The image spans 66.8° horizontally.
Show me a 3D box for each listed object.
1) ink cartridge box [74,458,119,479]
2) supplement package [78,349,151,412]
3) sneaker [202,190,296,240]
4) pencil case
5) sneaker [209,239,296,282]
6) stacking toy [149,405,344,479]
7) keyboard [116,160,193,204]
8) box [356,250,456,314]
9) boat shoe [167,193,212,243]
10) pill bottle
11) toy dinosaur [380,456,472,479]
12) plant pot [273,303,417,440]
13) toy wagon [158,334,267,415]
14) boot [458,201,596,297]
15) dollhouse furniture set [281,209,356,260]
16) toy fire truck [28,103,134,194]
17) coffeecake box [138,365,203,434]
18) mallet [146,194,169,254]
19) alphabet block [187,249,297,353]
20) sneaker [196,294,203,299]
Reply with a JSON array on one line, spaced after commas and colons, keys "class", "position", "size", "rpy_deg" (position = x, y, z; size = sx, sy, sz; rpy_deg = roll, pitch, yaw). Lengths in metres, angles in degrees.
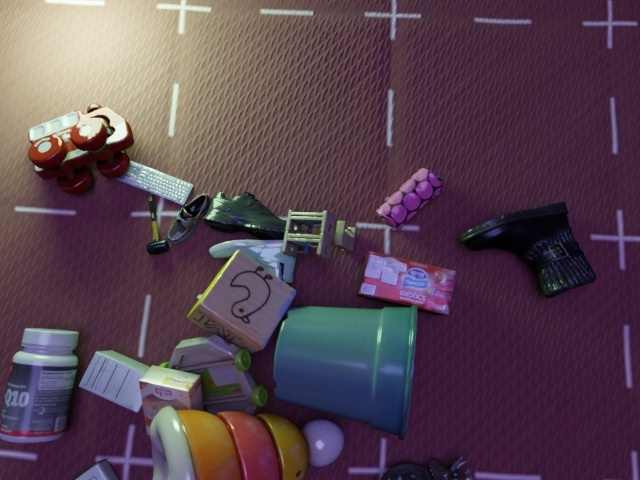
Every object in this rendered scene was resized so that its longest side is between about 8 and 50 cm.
[{"class": "ink cartridge box", "position": [-0.566, 0.803, 1.302], "size": [0.176, 0.069, 0.370], "rpy_deg": [-36, 79, -6]}, {"class": "supplement package", "position": [-0.550, 0.390, 1.355], "size": [0.180, 0.105, 0.105], "rpy_deg": [22, 81, 4]}, {"class": "sneaker", "position": [-0.198, -0.077, 1.441], "size": [0.287, 0.109, 0.130], "rpy_deg": [13, 70, -1]}, {"class": "pencil case", "position": [0.268, -0.120, 1.453], "size": [0.209, 0.095, 0.098], "rpy_deg": [-42, 99, -4]}, {"class": "sneaker", "position": [-0.199, 0.077, 1.415], "size": [0.256, 0.094, 0.150], "rpy_deg": [-1, 83, 1]}, {"class": "stacking toy", "position": [-0.150, 0.533, 1.187], "size": [0.481, 0.351, 0.350], "rpy_deg": [-7, 79, -28]}, {"class": "keyboard", "position": [-0.526, -0.186, 1.503], "size": [0.256, 0.014, 0.072], "rpy_deg": [21, 81, 4]}, {"class": "box", "position": [0.241, 0.125, 1.389], "size": [0.257, 0.122, 0.128], "rpy_deg": [13, 81, 2]}, {"class": "boat shoe", "position": [-0.400, -0.072, 1.455], "size": [0.066, 0.066, 0.183], "rpy_deg": [36, 82, 6]}, {"class": "pill bottle", "position": [-0.763, 0.388, 1.327], "size": [0.162, 0.161, 0.282], "rpy_deg": [6, 80, 1]}, {"class": "toy dinosaur", "position": [0.248, 0.672, 1.314], "size": [0.314, 0.121, 0.160], "rpy_deg": [-3, 68, 4]}, {"class": "plant pot", "position": [0.068, 0.317, 1.271], "size": [0.335, 0.341, 0.340], "rpy_deg": [6, 80, 10]}, {"class": "toy wagon", "position": [-0.276, 0.419, 1.322], "size": [0.268, 0.068, 0.344], "rpy_deg": [-14, 109, 21]}, {"class": "boot", "position": [0.598, 0.046, 1.398], "size": [0.348, 0.131, 0.259], "rpy_deg": [-13, 80, -3]}, {"class": "dollhouse furniture set", "position": [0.000, 0.000, 1.407], "size": [0.130, 0.184, 0.128], "rpy_deg": [3, 78, 31]}, {"class": "toy fire truck", "position": [-0.725, -0.305, 1.462], "size": [0.302, 0.169, 0.253], "rpy_deg": [-24, 60, -3]}, {"class": "coffeecake box", "position": [-0.390, 0.436, 1.283], "size": [0.143, 0.068, 0.185], "rpy_deg": [7, 115, 13]}, {"class": "mallet", "position": [-0.494, -0.051, 1.470], "size": [0.063, 0.039, 0.189], "rpy_deg": [-5, 76, 1]}, {"class": "alphabet block", "position": [-0.213, 0.173, 1.305], "size": [0.197, 0.193, 0.192], "rpy_deg": [36, 59, -9]}, {"class": "sneaker", "position": [-0.291, 0.180, 1.422], "size": [0.134, 0.051, 0.070], "rpy_deg": [28, 68, 12]}]
